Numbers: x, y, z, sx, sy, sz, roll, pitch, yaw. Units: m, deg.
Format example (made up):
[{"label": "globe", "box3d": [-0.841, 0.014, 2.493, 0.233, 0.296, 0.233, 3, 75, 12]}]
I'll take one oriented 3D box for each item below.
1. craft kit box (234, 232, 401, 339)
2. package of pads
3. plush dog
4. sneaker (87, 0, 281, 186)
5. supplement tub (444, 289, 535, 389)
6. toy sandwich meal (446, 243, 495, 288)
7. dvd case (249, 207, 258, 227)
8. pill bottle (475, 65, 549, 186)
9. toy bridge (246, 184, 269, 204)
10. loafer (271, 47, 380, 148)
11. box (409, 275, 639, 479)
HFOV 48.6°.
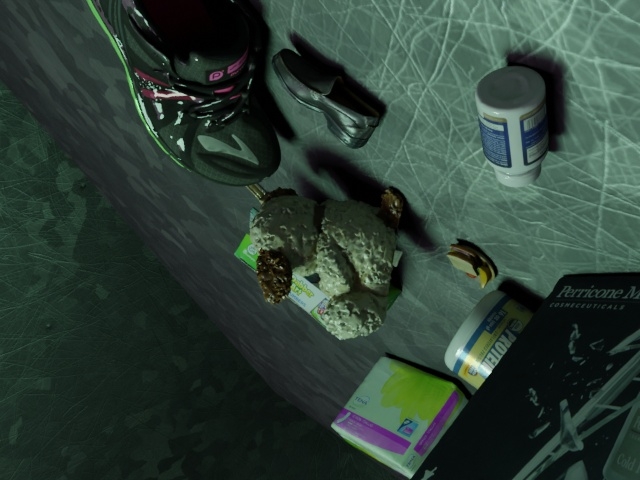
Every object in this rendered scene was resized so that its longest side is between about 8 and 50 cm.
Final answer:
[{"label": "craft kit box", "box3d": [0.003, 0.062, 1.309, 0.247, 0.061, 0.250, 40, -159, 14]}, {"label": "package of pads", "box3d": [0.185, 0.401, 1.645, 0.101, 0.229, 0.297, 48, 160, -25]}, {"label": "plush dog", "box3d": [0.000, 0.000, 1.122, 0.226, 0.262, 0.210, 7, 130, -5]}, {"label": "sneaker", "box3d": [-0.176, -0.241, 1.014, 0.202, 0.185, 0.482, 31, 160, 41]}, {"label": "supplement tub", "box3d": [0.301, 0.182, 1.044, 0.200, 0.144, 0.144, 35, 160, 21]}, {"label": "toy sandwich meal", "box3d": [0.224, 0.039, 1.064, 0.086, 0.029, 0.085, 37, 161, 15]}, {"label": "dvd case", "box3d": [-0.132, -0.027, 1.674, 0.087, 0.013, 0.119, 40, 161, 6]}, {"label": "pill bottle", "box3d": [0.197, -0.111, 0.721, 0.067, 0.067, 0.120, 29, 157, 35]}, {"label": "toy bridge", "box3d": [-0.162, -0.147, 1.442, 0.063, 0.026, 0.188, 18, 150, 54]}, {"label": "loafer", "box3d": [0.010, -0.200, 0.940, 0.170, 0.062, 0.061, 40, 140, -3]}, {"label": "box", "box3d": [0.347, 0.294, 0.680, 0.297, 0.472, 0.480, 48, 161, -13]}]
